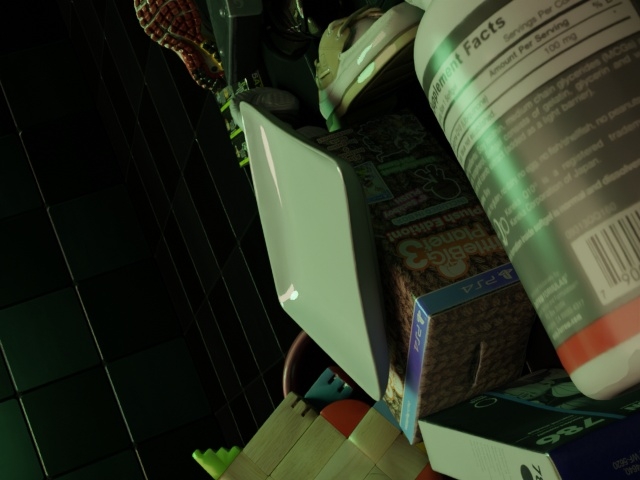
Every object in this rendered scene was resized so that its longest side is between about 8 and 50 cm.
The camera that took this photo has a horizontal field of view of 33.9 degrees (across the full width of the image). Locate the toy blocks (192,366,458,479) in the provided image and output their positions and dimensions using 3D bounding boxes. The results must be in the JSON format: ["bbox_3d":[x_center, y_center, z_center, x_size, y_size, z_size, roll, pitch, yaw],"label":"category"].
[{"bbox_3d":[0.071,0.286,1.261,0.381,0.261,0.191,38,177,27],"label":"toy blocks"}]

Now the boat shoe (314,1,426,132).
[{"bbox_3d":[0.047,-0.202,1.165,0.103,0.113,0.302,64,161,5],"label":"boat shoe"}]

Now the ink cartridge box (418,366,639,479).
[{"bbox_3d":[0.228,0.177,0.942,0.332,0.165,0.065,-6,101,71],"label":"ink cartridge box"}]

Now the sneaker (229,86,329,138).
[{"bbox_3d":[-0.055,-0.117,1.552,0.268,0.101,0.153,46,147,47],"label":"sneaker"}]

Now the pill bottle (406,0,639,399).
[{"bbox_3d":[0.190,-0.096,0.709,0.210,0.210,0.363,117,132,-65],"label":"pill bottle"}]

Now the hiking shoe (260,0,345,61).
[{"bbox_3d":[-0.023,-0.285,1.322,0.227,0.086,0.114,107,144,-59],"label":"hiking shoe"}]

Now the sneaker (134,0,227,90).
[{"bbox_3d":[-0.215,-0.329,1.611,0.225,0.088,0.093,54,-173,-41],"label":"sneaker"}]

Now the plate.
[{"bbox_3d":[0.000,0.000,1.155,0.277,0.045,0.278,38,142,58],"label":"plate"}]

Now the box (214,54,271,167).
[{"bbox_3d":[-0.122,-0.225,1.736,0.184,0.045,0.190,69,161,-1],"label":"box"}]

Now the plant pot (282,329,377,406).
[{"bbox_3d":[0.047,0.188,1.461,0.180,0.201,0.201,151,100,-87],"label":"plant pot"}]

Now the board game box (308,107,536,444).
[{"bbox_3d":[0.103,0.037,1.198,0.291,0.141,0.232,56,157,38],"label":"board game box"}]

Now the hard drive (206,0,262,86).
[{"bbox_3d":[-0.125,-0.350,1.366,0.172,0.054,0.255,101,156,-64],"label":"hard drive"}]
